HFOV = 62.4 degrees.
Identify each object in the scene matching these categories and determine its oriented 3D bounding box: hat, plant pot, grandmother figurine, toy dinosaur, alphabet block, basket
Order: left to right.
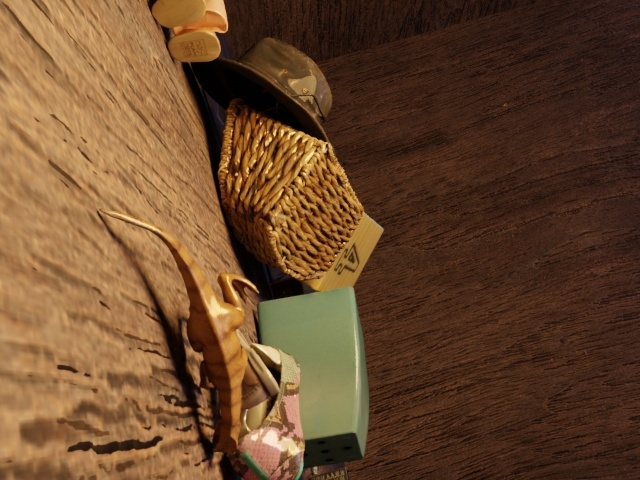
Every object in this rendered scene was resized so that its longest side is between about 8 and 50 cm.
[{"bbox_3d":[-0.201,-0.433,0.837,0.208,0.104,0.342,93,-8,-59],"label":"grandmother figurine"},{"bbox_3d":[-0.082,0.056,0.397,0.112,0.064,0.212,-108,-178,-74],"label":"toy dinosaur"},{"bbox_3d":[-0.085,-0.070,0.980,0.223,0.213,0.299,30,-9,25],"label":"basket"},{"bbox_3d":[-0.074,-0.277,0.967,0.331,0.134,0.331,35,-7,5],"label":"hat"},{"bbox_3d":[-0.084,0.140,1.321,0.083,0.081,0.081,130,-55,-74],"label":"plant pot"},{"bbox_3d":[-0.003,0.229,0.855,0.166,0.165,0.234,76,5,-47],"label":"plant pot"},{"bbox_3d":[0.000,0.000,1.209,0.192,0.197,0.193,30,0,29],"label":"alphabet block"}]

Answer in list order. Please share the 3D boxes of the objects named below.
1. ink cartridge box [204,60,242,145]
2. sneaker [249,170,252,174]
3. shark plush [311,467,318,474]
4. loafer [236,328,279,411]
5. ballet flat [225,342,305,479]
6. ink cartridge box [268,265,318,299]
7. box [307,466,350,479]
[{"bbox_3d":[-0.200,-0.309,1.188,0.203,0.085,0.148,-111,-175,-61],"label":"ink cartridge box"},{"bbox_3d":[-0.158,-0.127,1.116,0.083,0.084,0.215,46,-15,29],"label":"sneaker"},{"bbox_3d":[-0.028,0.411,1.126,0.067,0.073,0.161,44,46,-54],"label":"shark plush"},{"bbox_3d":[-0.082,0.106,0.483,0.125,0.039,0.045,37,-24,51],"label":"loafer"},{"bbox_3d":[-0.061,0.151,0.523,0.079,0.077,0.221,52,5,-16],"label":"ballet flat"},{"bbox_3d":[-0.074,0.107,1.501,0.211,0.121,0.289,78,-4,-65],"label":"ink cartridge box"},{"bbox_3d":[0.032,0.486,0.879,0.180,0.077,0.147,92,-18,-83],"label":"box"}]
